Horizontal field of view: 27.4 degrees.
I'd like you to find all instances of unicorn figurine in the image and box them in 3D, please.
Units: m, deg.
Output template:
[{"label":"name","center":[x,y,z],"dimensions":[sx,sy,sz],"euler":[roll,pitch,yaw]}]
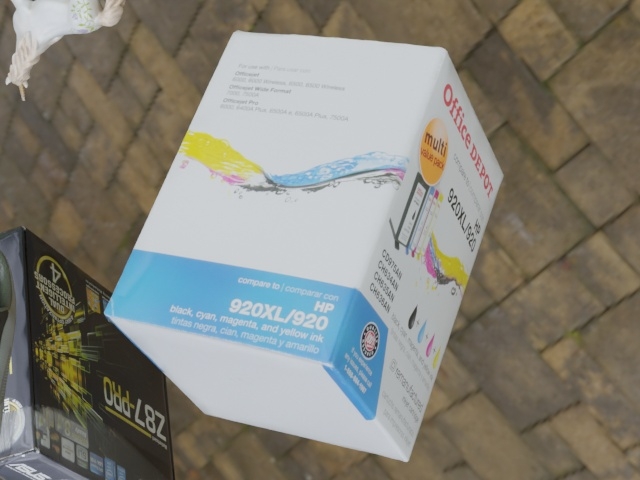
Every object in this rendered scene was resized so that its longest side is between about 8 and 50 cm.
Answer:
[{"label":"unicorn figurine","center":[-0.235,-0.200,1.152],"dimensions":[0.162,0.060,0.111],"euler":[-12,76,39]}]

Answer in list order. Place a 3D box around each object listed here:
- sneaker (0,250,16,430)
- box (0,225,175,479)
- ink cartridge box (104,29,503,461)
[{"label":"sneaker","center":[-0.284,0.101,0.997],"dimensions":[0.271,0.100,0.108],"euler":[-101,28,-54]},{"label":"box","center":[-0.328,0.204,1.779],"dimensions":[0.395,0.097,0.318],"euler":[50,-152,-56]},{"label":"ink cartridge box","center":[0.000,0.000,0.896],"dimensions":[0.168,0.233,0.171],"euler":[9,155,27]}]
